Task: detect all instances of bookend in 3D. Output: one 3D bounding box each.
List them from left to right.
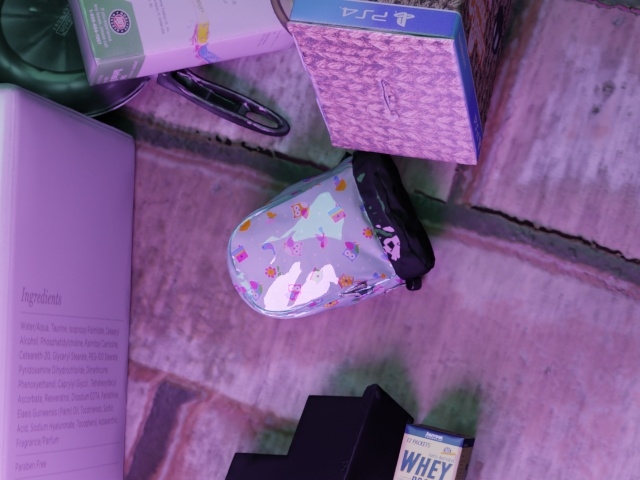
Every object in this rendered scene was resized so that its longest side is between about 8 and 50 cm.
[{"bbox_3d":[-0.014,0.219,1.573,0.157,0.072,0.156,-3,55,38],"label":"bookend"}]

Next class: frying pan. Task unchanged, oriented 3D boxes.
[{"bbox_3d":[-0.209,-0.169,1.649,0.197,0.053,0.326,-40,73,-17],"label":"frying pan"}]

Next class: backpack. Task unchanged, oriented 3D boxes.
[{"bbox_3d":[0.000,0.000,1.580,0.182,0.115,0.152,-23,82,13],"label":"backpack"}]

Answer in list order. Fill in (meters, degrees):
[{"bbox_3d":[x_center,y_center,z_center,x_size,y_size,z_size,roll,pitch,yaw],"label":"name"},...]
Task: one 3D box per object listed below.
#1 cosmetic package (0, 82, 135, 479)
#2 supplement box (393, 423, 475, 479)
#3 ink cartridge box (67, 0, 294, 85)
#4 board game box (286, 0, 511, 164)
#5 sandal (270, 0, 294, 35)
[{"bbox_3d":[-0.380,0.071,1.555,0.330,0.327,0.393,1,86,13],"label":"cosmetic package"},{"bbox_3d":[0.104,0.217,1.550,0.056,0.083,0.083,13,87,13],"label":"supplement box"},{"bbox_3d":[-0.136,-0.250,1.608,0.212,0.093,0.154,-14,82,-14],"label":"ink cartridge box"},{"bbox_3d":[0.089,-0.253,1.485,0.141,0.232,0.291,8,69,14],"label":"board game box"},{"bbox_3d":[0.009,-0.328,1.585,0.086,0.120,0.302,-23,65,46],"label":"sandal"}]
